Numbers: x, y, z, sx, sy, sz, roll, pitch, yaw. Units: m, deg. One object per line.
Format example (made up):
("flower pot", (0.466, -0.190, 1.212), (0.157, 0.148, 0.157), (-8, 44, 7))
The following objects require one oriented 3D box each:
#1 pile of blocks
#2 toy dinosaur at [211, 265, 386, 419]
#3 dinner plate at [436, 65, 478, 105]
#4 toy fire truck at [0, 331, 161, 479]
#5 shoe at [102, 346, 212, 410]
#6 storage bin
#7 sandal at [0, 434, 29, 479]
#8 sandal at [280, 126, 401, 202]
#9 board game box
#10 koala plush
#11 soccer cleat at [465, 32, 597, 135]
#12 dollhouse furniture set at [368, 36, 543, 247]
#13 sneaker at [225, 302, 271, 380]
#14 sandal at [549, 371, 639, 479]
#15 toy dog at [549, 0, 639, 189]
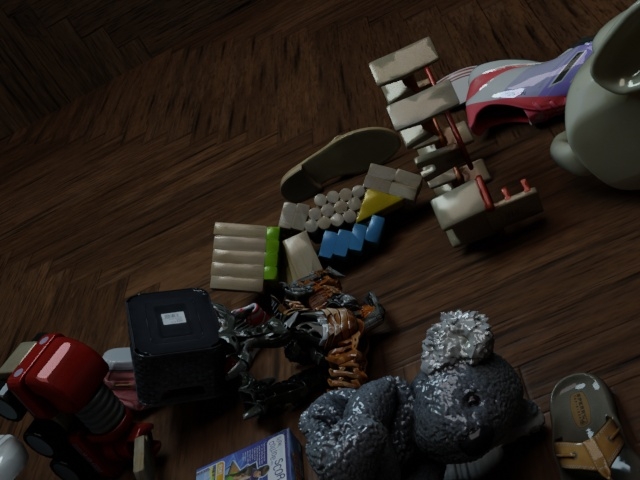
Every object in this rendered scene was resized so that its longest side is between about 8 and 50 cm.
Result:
("pile of blocks", (0.000, 0.000, 1.417), (0.362, 0.149, 0.112), (-21, -14, 2))
("toy dinosaur", (-0.015, 0.129, 1.170), (0.218, 0.164, 0.322), (-16, 7, -2))
("dinner plate", (0.255, -0.278, 1.660), (0.141, 0.017, 0.141), (-24, 31, 15))
("toy fire truck", (-0.298, 0.240, 1.190), (0.246, 0.217, 0.158), (-8, 36, 36))
("shoe", (-0.236, 0.206, 1.347), (0.178, 0.081, 0.063), (0, 20, -2))
("storage bin", (-0.207, 0.147, 1.274), (0.122, 0.084, 0.180), (-6, 26, -14))
("sandal", (-0.528, 0.368, 1.328), (0.169, 0.102, 0.416), (-41, 13, -30))
("sandal", (0.030, -0.157, 1.621), (0.240, 0.088, 0.079), (-28, 34, 19))
("board game box", (-0.083, 0.322, 1.040), (0.136, 0.035, 0.201), (-26, 29, 11))
("koala plush", (0.110, 0.186, 0.912), (0.221, 0.196, 0.203), (-37, 19, -1))
("soccer cleat", (0.377, -0.238, 1.413), (0.318, 0.108, 0.116), (-6, 60, 35))
("dollhouse furniture set", (0.200, -0.132, 1.275), (0.135, 0.262, 0.259), (-24, 63, 11))
("sneaker", (-0.118, 0.144, 1.317), (0.042, 0.067, 0.118), (2, 43, 47))
("sandal", (0.265, 0.196, 0.867), (0.090, 0.060, 0.219), (-23, 30, 17))
("toy dog", (0.508, -0.251, 1.164), (0.408, 0.284, 0.395), (-53, 1, -31))
